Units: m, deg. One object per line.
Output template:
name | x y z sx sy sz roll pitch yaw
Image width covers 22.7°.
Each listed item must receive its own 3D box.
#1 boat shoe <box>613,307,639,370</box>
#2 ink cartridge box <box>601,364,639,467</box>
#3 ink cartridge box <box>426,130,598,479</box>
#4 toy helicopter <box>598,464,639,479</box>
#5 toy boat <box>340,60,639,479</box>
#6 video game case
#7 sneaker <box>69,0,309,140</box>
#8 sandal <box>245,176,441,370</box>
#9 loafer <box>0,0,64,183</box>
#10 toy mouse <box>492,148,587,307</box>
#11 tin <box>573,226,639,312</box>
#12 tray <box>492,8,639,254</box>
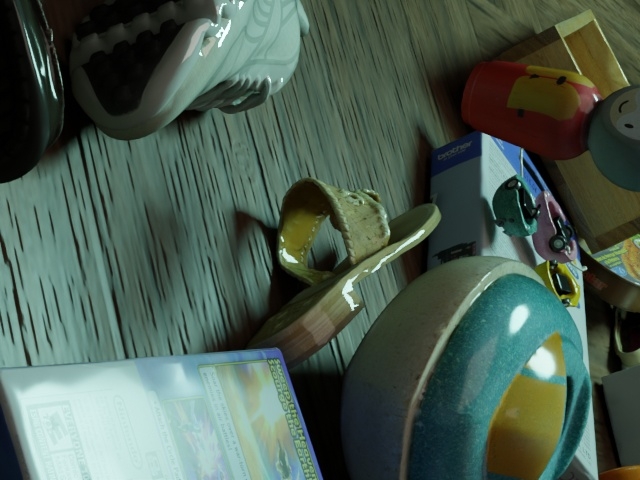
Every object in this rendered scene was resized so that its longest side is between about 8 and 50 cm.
boat shoe | 0.333 0.080 1.640 0.059 0.063 0.170 59 25 -29
ink cartridge box | 0.458 0.169 1.518 0.226 0.306 0.131 33 40 -50
ink cartridge box | 0.157 0.041 1.317 0.186 0.065 0.311 50 31 -31
toy helicopter | 0.394 0.226 1.275 0.235 0.355 0.140 18 50 -37
toy boat | 0.127 0.046 1.000 0.267 0.148 0.318 4 103 -66
video game case | -0.058 0.188 0.742 0.244 0.061 0.270 3 66 -62
sneaker | -0.064 -0.125 0.975 0.292 0.110 0.118 -66 137 -58
sandal | 0.005 -0.003 1.022 0.079 0.088 0.240 56 32 -8
loafer | -0.171 -0.133 0.778 0.078 0.080 0.220 -3 71 -64
toy mouse | 0.171 -0.009 1.282 0.161 0.031 0.143 7 62 -62
tin | 0.302 0.024 1.599 0.106 0.040 0.189 41 23 19
tray | 0.276 -0.124 1.635 0.203 0.076 0.411 62 16 -3
